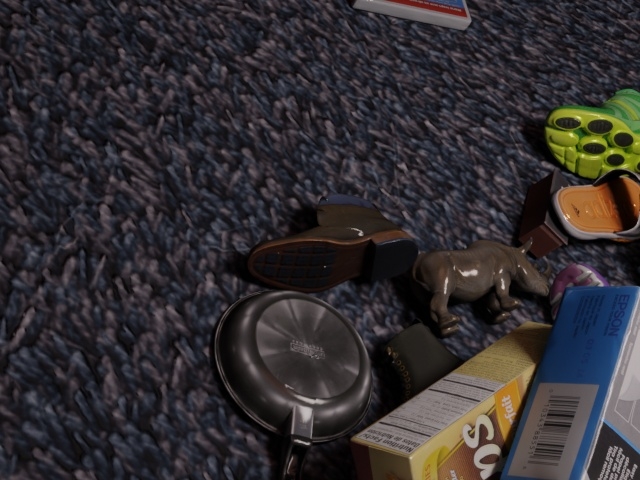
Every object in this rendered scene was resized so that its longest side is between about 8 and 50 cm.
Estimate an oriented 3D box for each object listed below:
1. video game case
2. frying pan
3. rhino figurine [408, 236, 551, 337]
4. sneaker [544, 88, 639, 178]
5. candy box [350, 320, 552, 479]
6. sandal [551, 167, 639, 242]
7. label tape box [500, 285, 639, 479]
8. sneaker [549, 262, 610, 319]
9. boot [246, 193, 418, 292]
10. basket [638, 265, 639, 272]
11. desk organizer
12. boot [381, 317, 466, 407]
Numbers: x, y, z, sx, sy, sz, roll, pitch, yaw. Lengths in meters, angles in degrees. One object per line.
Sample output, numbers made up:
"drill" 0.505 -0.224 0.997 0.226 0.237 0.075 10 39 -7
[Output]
"video game case" 0.114 -0.457 1.875 0.204 0.025 0.285 6 54 -27
"frying pan" -0.046 0.171 1.301 0.197 0.053 0.326 34 44 -3
"rhino figurine" 0.212 0.049 1.522 0.243 0.073 0.106 -10 66 -37
"sneaker" 0.447 -0.163 1.813 0.296 0.109 0.123 2 37 -30
"candy box" 0.177 0.232 1.291 0.316 0.087 0.183 -27 114 -41
"sandal" 0.418 -0.051 1.678 0.265 0.076 0.102 -10 72 -52
"label tape box" 0.360 0.236 1.312 0.334 0.106 0.240 41 61 -32
"sneaker" 0.395 0.128 1.563 0.104 0.095 0.236 -26 78 -47
"boot" 0.000 0.000 1.452 0.219 0.082 0.106 -2 36 -26
"basket" 0.606 0.002 1.636 0.255 0.289 0.201 -20 69 -37
"desk organizer" 0.314 -0.037 1.657 0.047 0.050 0.130 42 38 -16
"boot" 0.094 0.178 1.371 0.137 0.077 0.198 43 44 22
